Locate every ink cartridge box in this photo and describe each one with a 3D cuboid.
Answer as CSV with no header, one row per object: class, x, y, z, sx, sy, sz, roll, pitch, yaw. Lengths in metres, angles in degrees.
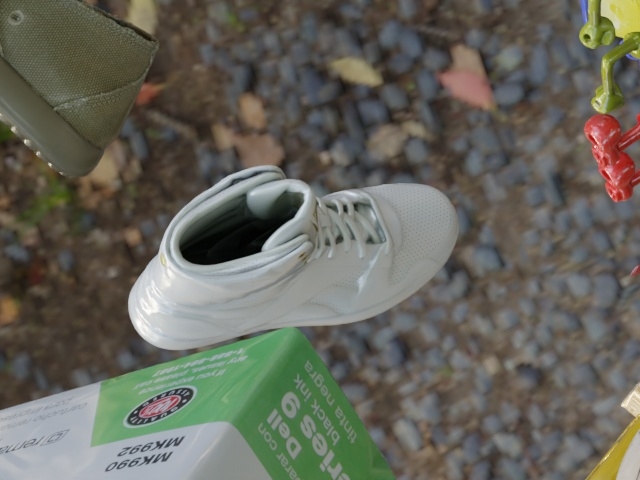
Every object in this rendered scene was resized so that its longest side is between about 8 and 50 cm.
ink cartridge box,-0.115,0.175,0.696,0.211,0.289,0.121,-18,110,33

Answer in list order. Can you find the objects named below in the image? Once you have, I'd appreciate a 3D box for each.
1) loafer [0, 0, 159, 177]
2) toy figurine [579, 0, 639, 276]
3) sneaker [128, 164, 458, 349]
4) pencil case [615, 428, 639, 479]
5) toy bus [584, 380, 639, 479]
loafer,-0.096,-0.079,0.498,0.056,0.050,0.148,37,171,49
toy figurine,0.220,-0.173,1.363,0.217,0.191,0.362,52,174,36
sneaker,0.000,0.000,1.509,0.108,0.293,0.169,65,158,16
pencil case,0.196,0.211,0.786,0.160,0.410,0.183,-6,107,10
toy bus,0.234,0.127,1.174,0.104,0.202,0.191,40,100,8
